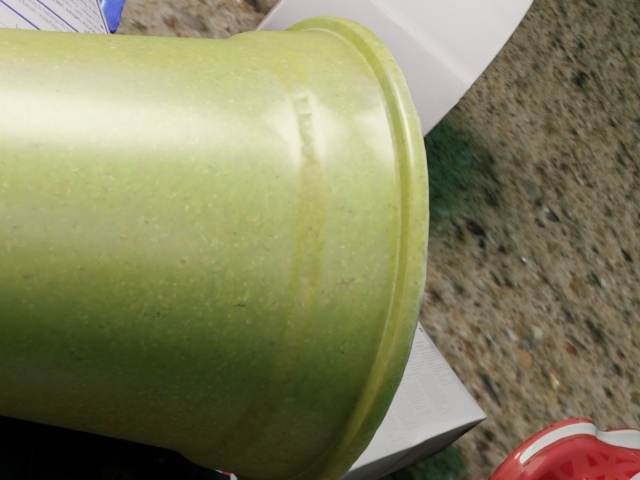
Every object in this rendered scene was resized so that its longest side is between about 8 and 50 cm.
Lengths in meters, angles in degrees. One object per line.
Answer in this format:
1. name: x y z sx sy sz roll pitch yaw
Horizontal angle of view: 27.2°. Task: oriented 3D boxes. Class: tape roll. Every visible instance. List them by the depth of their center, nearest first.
1. tape roll: 0.055 -0.197 1.199 0.169 0.246 0.246 40 35 -9

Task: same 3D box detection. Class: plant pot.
1. plant pot: -0.122 -0.006 0.701 0.253 0.276 0.276 8 48 -28

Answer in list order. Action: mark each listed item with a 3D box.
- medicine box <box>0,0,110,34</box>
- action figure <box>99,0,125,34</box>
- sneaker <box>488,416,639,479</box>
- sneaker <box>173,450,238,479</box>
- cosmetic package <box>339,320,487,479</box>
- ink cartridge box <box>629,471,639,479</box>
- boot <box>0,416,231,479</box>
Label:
1. medicine box: -0.270 -0.174 0.841 0.263 0.149 0.289 38 27 -56
2. action figure: -0.165 -0.174 1.047 0.139 0.091 0.281 32 58 -71
3. sneaker: 0.239 0.219 1.087 0.221 0.087 0.128 1 41 -45
4. sneaker: -0.052 0.171 0.886 0.067 0.042 0.118 -16 75 -48
5. cosmetic package: 0.030 0.123 0.971 0.099 0.060 0.239 57 25 16
6. ink cartridge box: 0.291 0.249 1.025 0.099 0.056 0.135 30 45 -15
7. boot: -0.155 0.169 0.733 0.207 0.094 0.246 35 29 -8
